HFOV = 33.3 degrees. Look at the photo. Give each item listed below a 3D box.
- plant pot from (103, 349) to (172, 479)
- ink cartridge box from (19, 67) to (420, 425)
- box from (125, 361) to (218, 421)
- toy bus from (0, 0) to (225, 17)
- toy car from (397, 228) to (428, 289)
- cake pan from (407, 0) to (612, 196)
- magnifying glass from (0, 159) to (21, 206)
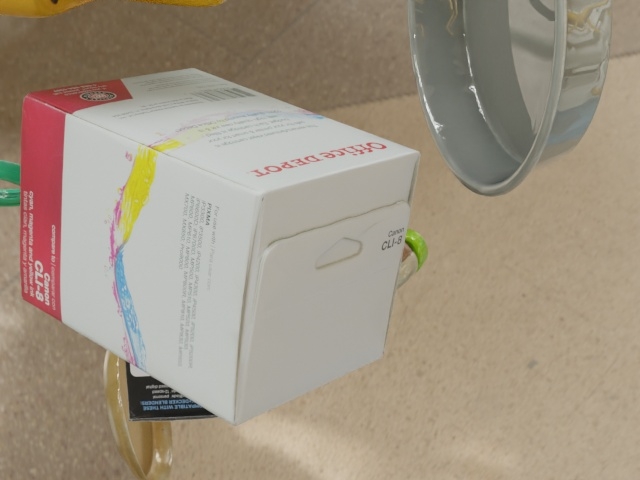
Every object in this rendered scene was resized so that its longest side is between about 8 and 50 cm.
[{"bbox_3d":[-0.253,0.229,1.481,0.032,0.236,0.236,-12,57,4],"label":"plant pot"},{"bbox_3d":[-0.058,-0.006,0.581,0.176,0.127,0.128,24,27,35],"label":"ink cartridge box"},{"bbox_3d":[-0.126,0.001,0.970,0.087,0.169,0.290,-2,96,2],"label":"box"},{"bbox_3d":[-0.211,-0.186,0.563,0.332,0.108,0.130,8,23,11],"label":"toy bus"},{"bbox_3d":[0.000,0.000,1.160,0.188,0.149,0.155,51,30,0],"label":"toy car"},{"bbox_3d":[0.143,-0.183,0.851,0.054,0.293,0.293,-7,57,-15],"label":"cake pan"},{"bbox_3d":[-0.379,-0.051,1.081,0.230,0.092,0.026,-8,70,30],"label":"magnifying glass"}]
